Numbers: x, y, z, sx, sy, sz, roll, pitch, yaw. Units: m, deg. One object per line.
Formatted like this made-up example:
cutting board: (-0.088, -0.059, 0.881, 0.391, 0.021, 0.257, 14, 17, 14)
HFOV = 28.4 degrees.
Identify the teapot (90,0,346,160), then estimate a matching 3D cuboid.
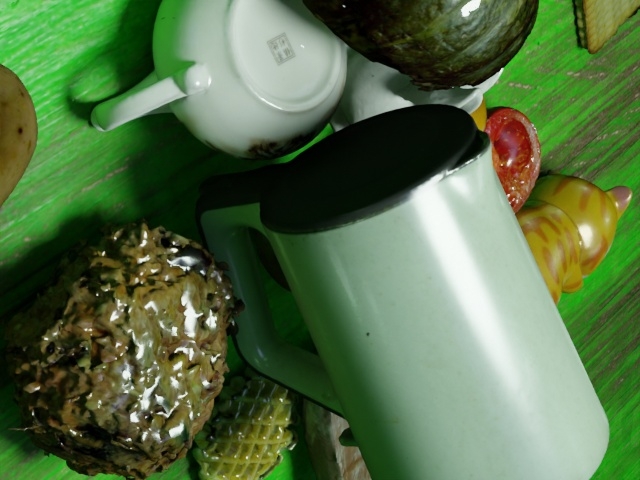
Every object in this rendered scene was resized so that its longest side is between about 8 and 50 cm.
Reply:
teapot: (-0.081, -0.175, 1.219, 0.298, 0.139, 0.204, -24, 101, -37)

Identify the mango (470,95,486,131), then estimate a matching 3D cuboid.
mango: (0.112, -0.108, 1.469, 0.217, 0.141, 0.102, -45, 127, -42)

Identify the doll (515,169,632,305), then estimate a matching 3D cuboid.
doll: (0.300, 0.007, 1.761, 0.270, 0.167, 0.162, -29, 133, -41)

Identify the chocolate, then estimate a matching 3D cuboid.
chocolate: (0.024, 0.212, 1.621, 0.157, 0.080, 0.253, -50, 145, -41)

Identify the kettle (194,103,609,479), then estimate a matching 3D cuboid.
kettle: (0.066, 0.079, 1.281, 0.250, 0.361, 0.376, -50, 124, -44)

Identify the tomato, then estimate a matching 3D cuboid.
tomato: (0.204, -0.096, 1.633, 0.139, 0.091, 0.159, 34, 77, -38)

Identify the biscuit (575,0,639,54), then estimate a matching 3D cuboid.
biscuit: (0.435, -0.395, 1.780, 0.254, 0.029, 0.172, -43, 139, -25)

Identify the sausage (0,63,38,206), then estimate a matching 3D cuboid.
sausage: (-0.389, 0.070, 1.011, 0.500, 0.123, 0.136, -60, 172, -3)

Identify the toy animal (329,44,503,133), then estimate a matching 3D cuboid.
toy animal: (0.092, -0.154, 1.364, 0.104, 0.221, 0.130, -27, 130, -44)

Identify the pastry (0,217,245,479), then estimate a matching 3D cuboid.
pastry: (-0.177, 0.116, 1.228, 0.275, 0.193, 0.274, -23, 127, -35)

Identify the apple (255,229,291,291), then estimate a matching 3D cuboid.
apple: (0.000, 0.000, 1.421, 0.146, 0.146, 0.146, -28, 131, -37)

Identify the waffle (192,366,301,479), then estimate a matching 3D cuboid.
waffle: (-0.086, 0.230, 1.537, 0.169, 0.036, 0.183, -38, 139, -33)

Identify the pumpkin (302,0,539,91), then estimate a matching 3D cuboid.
pumpkin: (0.075, -0.300, 1.191, 0.192, 0.320, 0.320, -38, 152, 27)
